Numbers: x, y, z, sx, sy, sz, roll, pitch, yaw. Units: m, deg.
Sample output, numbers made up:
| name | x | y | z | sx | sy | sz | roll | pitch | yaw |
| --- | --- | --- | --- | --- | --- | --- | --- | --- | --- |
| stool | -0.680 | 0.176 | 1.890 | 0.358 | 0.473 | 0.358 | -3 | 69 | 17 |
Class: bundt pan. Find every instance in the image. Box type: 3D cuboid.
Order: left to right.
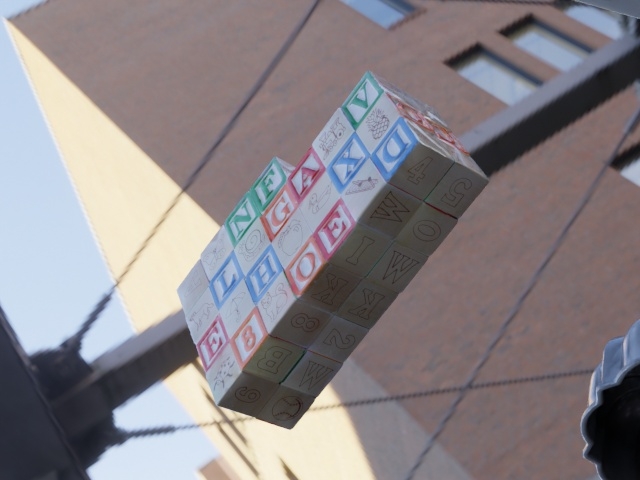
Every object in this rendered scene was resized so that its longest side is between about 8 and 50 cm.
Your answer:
| name | x | y | z | sx | sy | sz | roll | pitch | yaw |
| --- | --- | --- | --- | --- | --- | --- | --- | --- | --- |
| bundt pan | 0.493 | 0.200 | 1.465 | 0.331 | 0.124 | 0.331 | 3 | -49 | 4 |

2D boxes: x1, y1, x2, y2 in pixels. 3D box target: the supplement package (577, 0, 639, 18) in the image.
| name | x | y | z | sx | sy | sz | roll | pitch | yaw |
| --- | --- | --- | --- | --- | --- | --- | --- | --- | --- |
| supplement package | 0.357 | -0.381 | 1.294 | 0.194 | 0.149 | 0.203 | 8 | -45 | -24 |

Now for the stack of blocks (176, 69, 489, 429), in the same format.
| name | x | y | z | sx | sy | sz | roll | pitch | yaw |
| --- | --- | --- | --- | --- | --- | --- | --- | --- | --- |
| stack of blocks | 0.000 | 0.000 | 1.032 | 0.087 | 0.171 | 0.297 | 24 | -67 | -33 |
